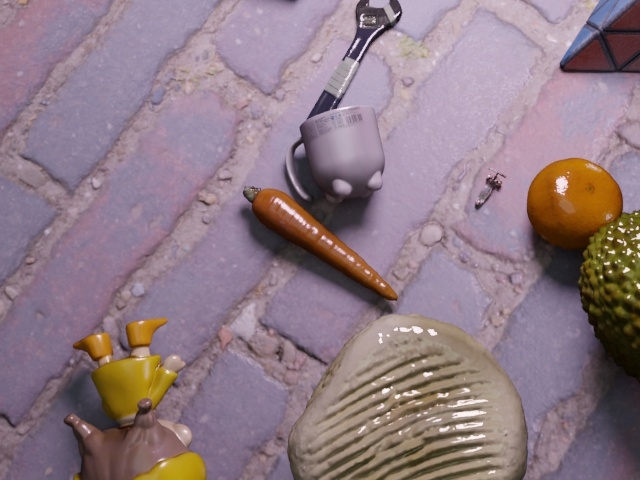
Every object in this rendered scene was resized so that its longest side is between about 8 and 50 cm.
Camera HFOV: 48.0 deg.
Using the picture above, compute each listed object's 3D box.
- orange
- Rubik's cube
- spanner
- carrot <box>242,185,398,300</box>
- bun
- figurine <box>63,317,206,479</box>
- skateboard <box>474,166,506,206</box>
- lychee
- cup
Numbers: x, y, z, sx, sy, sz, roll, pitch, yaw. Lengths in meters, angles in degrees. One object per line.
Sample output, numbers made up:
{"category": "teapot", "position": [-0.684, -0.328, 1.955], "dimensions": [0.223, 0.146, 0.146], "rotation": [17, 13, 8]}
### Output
{"category": "orange", "position": [0.418, -0.059, 1.194], "dimensions": [0.156, 0.124, 0.156], "rotation": [3, 69, -9]}
{"category": "Rubik's cube", "position": [0.586, -0.406, 1.239], "dimensions": [0.233, 0.228, 0.228], "rotation": [27, 125, 45]}
{"category": "spanner", "position": [0.049, -0.330, 1.340], "dimensions": [0.087, 0.024, 0.316], "rotation": [28, 83, 12]}
{"category": "carrot", "position": [0.000, 0.000, 1.254], "dimensions": [0.336, 0.069, 0.069], "rotation": [34, 83, 8]}
{"category": "bun", "position": [0.129, 0.293, 1.092], "dimensions": [0.349, 0.227, 0.352], "rotation": [-19, 79, 1]}
{"category": "figurine", "position": [-0.305, 0.308, 1.161], "dimensions": [0.215, 0.187, 0.343], "rotation": [-23, 71, 24]}
{"category": "skateboard", "position": [0.289, -0.093, 1.232], "dimensions": [0.032, 0.083, 0.064], "rotation": [36, 84, 11]}
{"category": "lychee", "position": [0.537, 0.095, 1.081], "dimensions": [0.320, 0.270, 0.270], "rotation": [40, 84, 16]}
{"category": "cup", "position": [0.024, -0.139, 1.242], "dimensions": [0.173, 0.134, 0.142], "rotation": [-13, 86, 2]}
